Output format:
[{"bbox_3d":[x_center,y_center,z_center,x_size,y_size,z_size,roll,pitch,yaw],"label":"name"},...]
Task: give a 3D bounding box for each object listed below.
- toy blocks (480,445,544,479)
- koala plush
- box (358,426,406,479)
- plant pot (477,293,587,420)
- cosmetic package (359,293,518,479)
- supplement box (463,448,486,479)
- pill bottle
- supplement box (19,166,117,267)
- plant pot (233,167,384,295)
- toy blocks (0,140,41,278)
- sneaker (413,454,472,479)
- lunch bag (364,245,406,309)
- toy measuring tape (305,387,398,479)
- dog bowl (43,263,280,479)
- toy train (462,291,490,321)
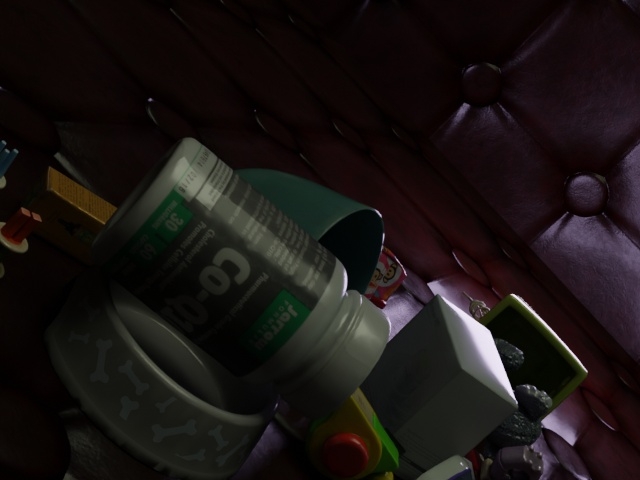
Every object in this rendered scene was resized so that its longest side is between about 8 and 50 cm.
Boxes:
[{"bbox_3d":[0.422,0.472,1.813,0.288,0.260,0.309,37,38,-19],"label":"toy blocks"},{"bbox_3d":[0.308,0.303,2.117,0.203,0.196,0.221,11,21,-46],"label":"koala plush"},{"bbox_3d":[0.084,0.335,1.819,0.052,0.062,0.083,50,20,12],"label":"box"},{"bbox_3d":[0.395,0.253,2.408,0.227,0.228,0.207,47,11,7],"label":"plant pot"},{"bbox_3d":[0.185,0.251,1.954,0.138,0.225,0.224,37,19,-22],"label":"cosmetic package"},{"bbox_3d":[0.295,0.447,2.007,0.239,0.073,0.130,37,21,-20],"label":"supplement box"},{"bbox_3d":[-0.096,0.054,1.498,0.361,0.204,0.204,40,19,-13],"label":"pill bottle"},{"bbox_3d":[-0.316,-0.008,1.686,0.233,0.078,0.080,34,21,-30],"label":"supplement box"},{"bbox_3d":[-0.081,0.024,1.816,0.235,0.293,0.293,31,12,24],"label":"plant pot"},{"bbox_3d":[-0.403,-0.040,1.460,0.123,0.148,0.054,41,19,-10],"label":"toy blocks"},{"bbox_3d":[0.193,0.457,1.722,0.236,0.130,0.323,59,17,12],"label":"sneaker"},{"bbox_3d":[0.000,0.000,2.217,0.293,0.120,0.258,32,3,-34],"label":"lunch bag"},{"bbox_3d":[0.003,0.243,1.705,0.330,0.121,0.121,58,14,-17],"label":"toy measuring tape"},{"bbox_3d":[-0.197,0.152,1.558,0.348,0.102,0.349,40,19,-17],"label":"dog bowl"},{"bbox_3d":[0.368,0.229,2.604,0.248,0.105,0.143,48,32,11],"label":"toy train"}]
